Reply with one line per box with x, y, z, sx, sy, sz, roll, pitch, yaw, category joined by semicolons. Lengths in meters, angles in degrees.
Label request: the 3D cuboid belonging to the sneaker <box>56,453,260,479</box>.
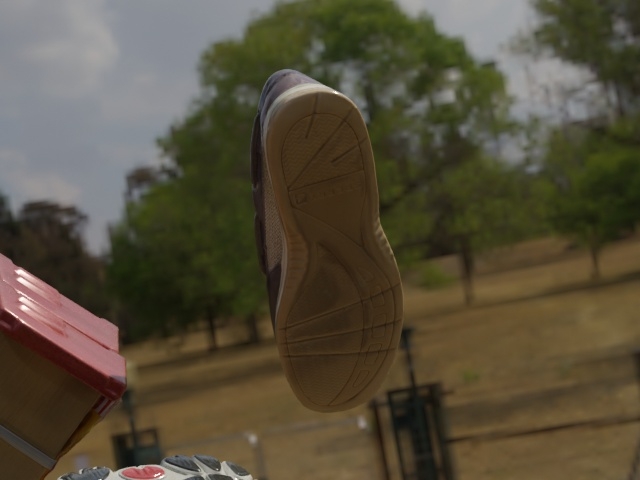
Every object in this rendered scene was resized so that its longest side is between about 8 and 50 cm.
-0.102;0.182;1.093;0.169;0.071;0.068;1;24;-28;sneaker

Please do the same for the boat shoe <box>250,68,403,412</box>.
0.000;0.000;1.317;0.102;0.285;0.092;-13;31;-7;boat shoe

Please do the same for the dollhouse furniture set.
-0.147;0.205;1.276;0.201;0.374;0.152;-52;17;5;dollhouse furniture set
